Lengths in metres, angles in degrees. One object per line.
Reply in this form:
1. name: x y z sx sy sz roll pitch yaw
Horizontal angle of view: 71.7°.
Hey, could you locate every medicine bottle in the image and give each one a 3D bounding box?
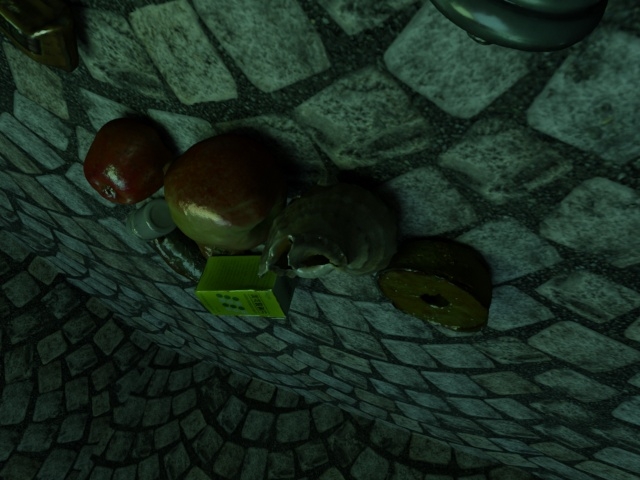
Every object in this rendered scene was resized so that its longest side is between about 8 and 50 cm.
1. medicine bottle: -0.489 -0.056 1.286 0.105 0.105 0.168 42 146 -26
2. medicine bottle: -0.209 0.133 1.272 0.249 0.141 0.137 -2 135 16

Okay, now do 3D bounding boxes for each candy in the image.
1. candy: -0.539 -0.421 0.755 0.271 0.101 0.143 40 154 -11

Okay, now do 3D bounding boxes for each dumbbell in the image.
1. dumbbell: 0.194 -0.302 0.276 0.179 0.179 0.406 24 150 3

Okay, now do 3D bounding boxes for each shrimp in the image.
1. shrimp: -0.278 0.058 1.348 0.153 0.062 0.294 4 143 24

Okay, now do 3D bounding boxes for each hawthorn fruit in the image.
1. hawthorn fruit: -0.425 -0.172 0.981 0.189 0.189 0.189 20 150 12

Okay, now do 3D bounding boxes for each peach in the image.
1. peach: -0.199 -0.097 0.879 0.256 0.232 0.232 28 152 16

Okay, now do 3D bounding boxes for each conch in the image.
1. conch: -0.002 -0.009 0.839 0.263 0.186 0.324 -33 155 28

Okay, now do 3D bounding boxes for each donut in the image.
1. donut: 0.250 0.095 0.951 0.271 0.107 0.272 23 155 11

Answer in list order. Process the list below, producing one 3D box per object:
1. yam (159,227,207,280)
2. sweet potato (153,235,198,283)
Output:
1. yam: -0.418 0.043 1.393 0.107 0.107 0.183 -13 126 48
2. sweet potato: -0.441 0.099 1.503 0.346 0.079 0.108 43 174 -16
